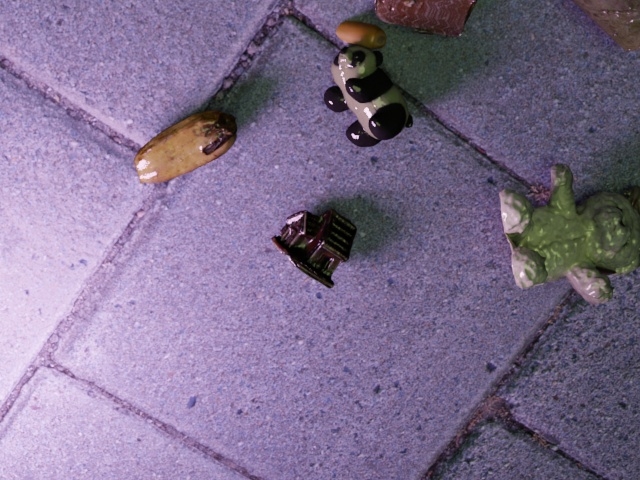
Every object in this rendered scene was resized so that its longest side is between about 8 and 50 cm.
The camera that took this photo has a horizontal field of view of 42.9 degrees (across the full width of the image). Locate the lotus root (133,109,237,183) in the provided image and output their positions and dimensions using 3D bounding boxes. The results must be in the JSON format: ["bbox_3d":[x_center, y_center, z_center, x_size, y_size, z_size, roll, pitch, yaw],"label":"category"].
[{"bbox_3d":[-0.295,-0.206,1.780,0.258,0.097,0.110,-24,100,9],"label":"lotus root"}]

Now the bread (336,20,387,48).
[{"bbox_3d":[0.093,-0.451,1.778,0.062,0.103,0.049,-21,128,-45],"label":"bread"}]

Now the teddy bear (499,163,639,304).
[{"bbox_3d":[0.605,-0.021,1.822,0.362,0.375,0.327,-12,79,14],"label":"teddy bear"}]

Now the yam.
[{"bbox_3d":[0.635,-0.549,1.727,0.300,0.195,0.195,39,99,-14],"label":"yam"}]

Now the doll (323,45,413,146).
[{"bbox_3d":[0.100,-0.314,1.774,0.135,0.143,0.234,-45,108,-24],"label":"doll"}]

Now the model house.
[{"bbox_3d":[-0.006,-0.004,1.860,0.165,0.106,0.152,33,102,-18],"label":"model house"}]

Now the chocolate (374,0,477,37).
[{"bbox_3d":[0.223,-0.525,1.725,0.214,0.093,0.148,12,135,-12],"label":"chocolate"}]
